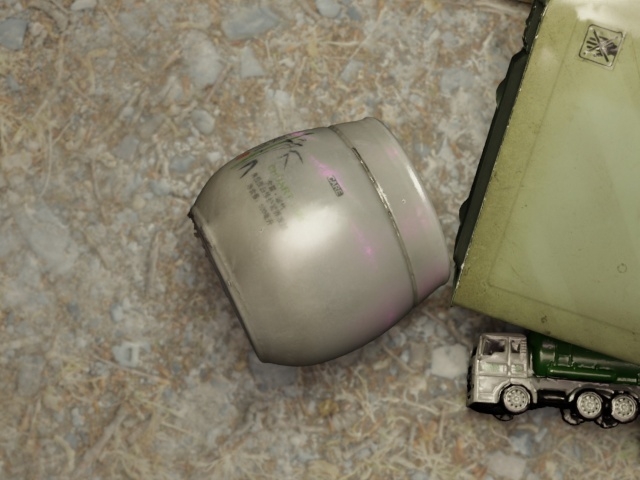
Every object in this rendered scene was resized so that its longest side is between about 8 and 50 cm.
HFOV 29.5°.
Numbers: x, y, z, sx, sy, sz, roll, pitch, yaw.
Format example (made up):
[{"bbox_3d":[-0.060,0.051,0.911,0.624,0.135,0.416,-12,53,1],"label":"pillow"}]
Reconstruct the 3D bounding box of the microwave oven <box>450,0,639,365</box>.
[{"bbox_3d":[0.354,-0.089,1.432,0.333,0.247,0.394,18,105,6],"label":"microwave oven"}]

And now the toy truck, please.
[{"bbox_3d":[0.305,0.167,1.520,0.242,0.101,0.125,3,78,0],"label":"toy truck"}]

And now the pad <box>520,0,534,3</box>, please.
[{"bbox_3d":[0.383,-0.466,1.588,0.247,0.007,0.368,18,83,32],"label":"pad"}]

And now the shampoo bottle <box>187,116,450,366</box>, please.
[{"bbox_3d":[0.000,0.000,1.466,0.266,0.273,0.273,-27,82,-8],"label":"shampoo bottle"}]
